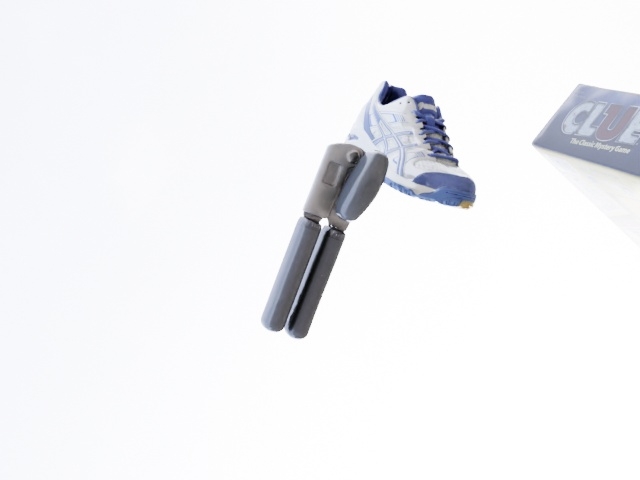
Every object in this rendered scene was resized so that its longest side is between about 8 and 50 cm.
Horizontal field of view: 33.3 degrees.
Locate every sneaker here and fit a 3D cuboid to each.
[{"bbox_3d":[0.133,-0.143,1.526,0.111,0.296,0.131,14,-73,-35],"label":"sneaker"}]

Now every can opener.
[{"bbox_3d":[0.000,0.000,1.425,0.074,0.093,0.280,21,-83,-21],"label":"can opener"}]

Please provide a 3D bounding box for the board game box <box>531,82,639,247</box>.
[{"bbox_3d":[0.213,0.011,0.457,0.165,0.243,0.042,39,-91,-23],"label":"board game box"}]
